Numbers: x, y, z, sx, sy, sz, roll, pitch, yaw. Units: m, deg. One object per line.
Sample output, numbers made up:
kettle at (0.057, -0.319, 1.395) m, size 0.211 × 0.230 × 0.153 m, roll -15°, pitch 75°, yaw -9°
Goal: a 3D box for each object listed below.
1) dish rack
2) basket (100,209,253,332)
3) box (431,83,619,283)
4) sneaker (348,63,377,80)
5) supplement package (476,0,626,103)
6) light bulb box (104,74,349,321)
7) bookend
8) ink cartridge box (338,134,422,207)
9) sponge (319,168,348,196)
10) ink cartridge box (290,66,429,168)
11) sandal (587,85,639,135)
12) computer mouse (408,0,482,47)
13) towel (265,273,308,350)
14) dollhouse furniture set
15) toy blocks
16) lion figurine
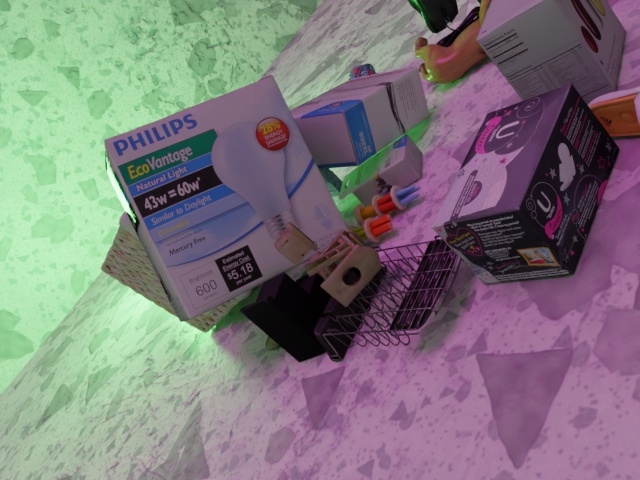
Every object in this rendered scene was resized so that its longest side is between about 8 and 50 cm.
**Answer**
dish rack at (0.117, 0.091, 1.099) m, size 0.271 × 0.074 × 0.208 m, roll -13°, pitch 40°, yaw 50°
basket at (-0.288, -0.013, 1.605) m, size 0.266 × 0.331 × 0.328 m, roll -48°, pitch 14°, yaw 48°
box at (0.297, -0.080, 0.977) m, size 0.163 × 0.142 × 0.247 m, roll -12°, pitch 39°, yaw 53°
sneaker at (0.150, -0.424, 1.907) m, size 0.125 × 0.104 × 0.262 m, roll -14°, pitch 39°, yaw 23°
supplement package at (0.408, -0.360, 1.176) m, size 0.149 × 0.203 × 0.194 m, roll -22°, pitch 33°, yaw 45°
light bulb box at (-0.190, -0.077, 1.337) m, size 0.358 × 0.361 × 0.225 m, roll -27°, pitch 0°, yaw -19°
bookend at (-0.046, 0.110, 1.231) m, size 0.072 × 0.157 × 0.156 m, roll -27°, pitch 30°, yaw 37°
ink cartridge box at (0.131, -0.139, 1.466) m, size 0.181 × 0.061 × 0.104 m, roll -31°, pitch 26°, yaw 30°
sponge at (-0.029, -0.155, 1.700) m, size 0.031 × 0.117 × 0.210 m, roll -56°, pitch 24°, yaw -17°
ink cartridge box at (0.072, -0.279, 1.541) m, size 0.223 × 0.129 × 0.307 m, roll 0°, pitch 28°, yaw 42°
sandal at (0.455, -0.161, 0.912) m, size 0.076 × 0.102 × 0.265 m, roll -53°, pitch 15°, yaw -14°
computer mouse at (0.332, -0.599, 1.692) m, size 0.184 × 0.262 × 0.060 m, roll -39°, pitch 47°, yaw 6°
towel at (-0.062, 0.141, 1.336) m, size 0.110 × 0.027 × 0.148 m, roll -56°, pitch 6°, yaw 46°
dollhouse furniture set at (0.000, 0.000, 1.144) m, size 0.101 × 0.161 × 0.182 m, roll -48°, pitch 19°, yaw 3°
toy blocks at (0.128, -0.052, 1.336) m, size 0.148 × 0.054 × 0.123 m, roll -26°, pitch 29°, yaw 39°
lion figurine at (0.354, -0.465, 1.578) m, size 0.392 × 0.142 × 0.240 m, roll -44°, pitch 26°, yaw 44°
